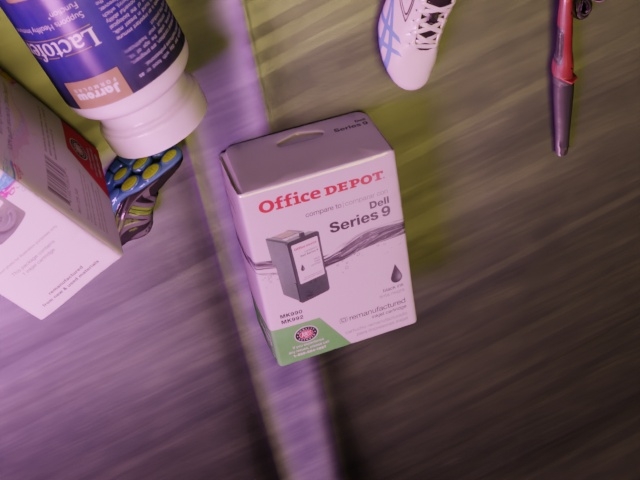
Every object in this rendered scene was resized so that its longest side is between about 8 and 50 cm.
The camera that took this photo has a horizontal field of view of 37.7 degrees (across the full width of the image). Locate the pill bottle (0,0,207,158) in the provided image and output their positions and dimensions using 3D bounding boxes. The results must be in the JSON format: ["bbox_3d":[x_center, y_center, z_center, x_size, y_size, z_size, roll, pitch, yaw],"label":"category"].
[{"bbox_3d":[-0.234,-0.226,1.004,0.153,0.153,0.265,-28,127,0],"label":"pill bottle"}]

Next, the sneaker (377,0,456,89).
[{"bbox_3d":[0.126,-0.288,1.134,0.085,0.086,0.237,-4,125,-19],"label":"sneaker"}]

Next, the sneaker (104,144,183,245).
[{"bbox_3d":[-0.238,-0.051,1.184,0.188,0.067,0.078,-50,145,13],"label":"sneaker"}]

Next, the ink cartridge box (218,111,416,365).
[{"bbox_3d":[0.000,0.000,1.255,0.211,0.121,0.289,-17,126,-8],"label":"ink cartridge box"}]

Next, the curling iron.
[{"bbox_3d":[0.344,-0.234,1.276,0.068,0.035,0.274,-11,125,-12],"label":"curling iron"}]

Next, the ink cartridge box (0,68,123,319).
[{"bbox_3d":[-0.370,-0.090,0.989,0.131,0.226,0.306,-39,130,12],"label":"ink cartridge box"}]
